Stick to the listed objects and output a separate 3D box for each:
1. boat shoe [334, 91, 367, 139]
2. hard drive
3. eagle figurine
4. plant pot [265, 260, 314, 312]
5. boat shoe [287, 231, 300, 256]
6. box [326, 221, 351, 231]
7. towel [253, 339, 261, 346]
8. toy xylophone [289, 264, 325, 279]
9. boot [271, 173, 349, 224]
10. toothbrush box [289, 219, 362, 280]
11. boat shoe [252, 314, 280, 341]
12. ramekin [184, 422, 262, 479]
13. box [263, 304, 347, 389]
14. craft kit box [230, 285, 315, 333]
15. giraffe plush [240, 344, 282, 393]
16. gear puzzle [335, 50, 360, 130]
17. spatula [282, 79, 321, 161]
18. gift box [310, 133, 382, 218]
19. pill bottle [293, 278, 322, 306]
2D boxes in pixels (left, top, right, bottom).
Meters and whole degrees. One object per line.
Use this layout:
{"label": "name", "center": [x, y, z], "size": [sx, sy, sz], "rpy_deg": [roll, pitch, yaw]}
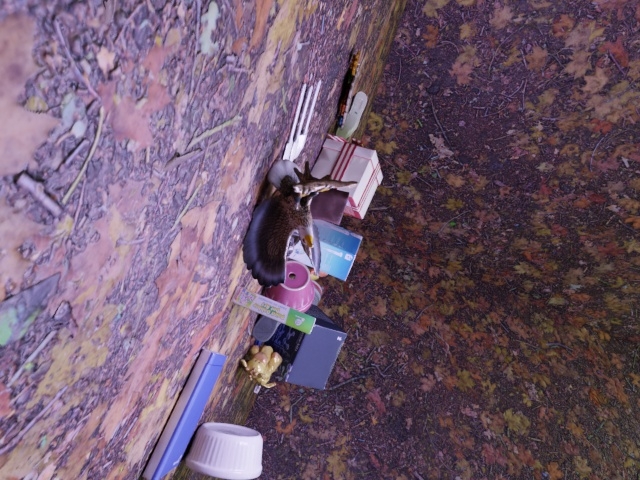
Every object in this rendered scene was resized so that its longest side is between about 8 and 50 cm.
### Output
{"label": "boat shoe", "center": [0.129, -0.556, 1.871], "size": [0.233, 0.084, 0.079], "rpy_deg": [-63, -150, -1]}
{"label": "hard drive", "center": [-0.356, 0.460, 1.134], "size": [0.210, 0.040, 0.319], "rpy_deg": [99, 13, -72]}
{"label": "eagle figurine", "center": [-0.065, -0.038, 1.077], "size": [0.225, 0.226, 0.299], "rpy_deg": [-72, -175, -51]}
{"label": "plant pot", "center": [-0.115, 0.179, 1.642], "size": [0.180, 0.201, 0.202], "rpy_deg": [107, 6, -56]}
{"label": "boat shoe", "center": [-0.130, 0.012, 1.373], "size": [0.285, 0.092, 0.103], "rpy_deg": [-56, 167, -71]}
{"label": "box", "center": [0.000, 0.000, 1.946], "size": [0.307, 0.242, 0.077], "rpy_deg": [-62, 173, -61]}
{"label": "towel", "center": [-0.253, 0.398, 2.136], "size": [0.336, 0.040, 0.244], "rpy_deg": [-60, 171, -64]}
{"label": "toy xylophone", "center": [-0.039, 0.165, 2.106], "size": [0.322, 0.081, 0.236], "rpy_deg": [-28, 159, 21]}
{"label": "boot", "center": [-0.039, -0.089, 1.229], "size": [0.090, 0.206, 0.249], "rpy_deg": [104, 9, -59]}
{"label": "toothbrush box", "center": [0.002, 0.014, 1.683], "size": [0.216, 0.295, 0.126], "rpy_deg": [-61, 173, -65]}
{"label": "boat shoe", "center": [-0.182, 0.301, 1.816], "size": [0.321, 0.118, 0.103], "rpy_deg": [-54, -174, 13]}
{"label": "ramekin", "center": [-0.329, 0.732, 1.462], "size": [0.273, 0.272, 0.127], "rpy_deg": [97, 4, -74]}
{"label": "box", "center": [-0.088, 0.491, 2.045], "size": [0.395, 0.211, 0.294], "rpy_deg": [27, -86, 64]}
{"label": "craft kit box", "center": [-0.136, 0.220, 1.298], "size": [0.247, 0.249, 0.061], "rpy_deg": [89, 24, -82]}
{"label": "giraffe plush", "center": [-0.278, 0.559, 1.842], "size": [0.171, 0.181, 0.211], "rpy_deg": [77, 16, -62]}
{"label": "gear puzzle", "center": [0.108, -0.598, 1.640], "size": [0.339, 0.044, 0.176], "rpy_deg": [104, 1, -66]}
{"label": "spatula", "center": [-0.057, -0.324, 1.153], "size": [0.168, 0.019, 0.242], "rpy_deg": [-51, 162, -58]}
{"label": "gift box", "center": [0.093, -0.280, 1.738], "size": [0.258, 0.276, 0.255], "rpy_deg": [-63, 162, -12]}
{"label": "pill bottle", "center": [-0.139, 0.409, 2.462], "size": [0.210, 0.210, 0.363], "rpy_deg": [108, 6, -45]}
